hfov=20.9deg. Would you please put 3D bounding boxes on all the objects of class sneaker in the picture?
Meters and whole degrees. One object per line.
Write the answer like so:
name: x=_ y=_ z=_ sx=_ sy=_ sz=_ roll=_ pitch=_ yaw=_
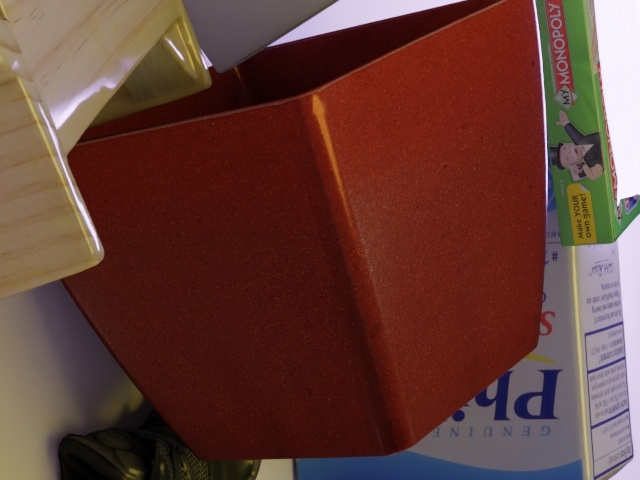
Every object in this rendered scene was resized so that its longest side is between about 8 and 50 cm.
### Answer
sneaker: x=-0.107 y=0.146 z=1.196 sx=0.227 sy=0.087 sz=0.130 roll=-61 pitch=148 yaw=-42

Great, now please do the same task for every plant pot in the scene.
plant pot: x=0.000 y=0.000 z=1.132 sx=0.267 sy=0.267 sz=0.236 roll=-31 pitch=107 yaw=-48

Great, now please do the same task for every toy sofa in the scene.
toy sofa: x=-0.175 y=-0.097 z=0.878 sx=0.362 sy=0.150 sz=0.177 roll=-76 pitch=147 yaw=-70

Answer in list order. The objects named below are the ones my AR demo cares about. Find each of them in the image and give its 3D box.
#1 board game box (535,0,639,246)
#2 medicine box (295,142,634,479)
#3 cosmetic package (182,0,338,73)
board game box: x=0.217 y=-0.174 z=1.379 sx=0.213 sy=0.046 sz=0.317 roll=-31 pitch=114 yaw=-63
medicine box: x=0.117 y=0.064 z=1.499 sx=0.149 sy=0.263 sz=0.289 roll=-4 pitch=90 yaw=-66
cosmetic package: x=-0.046 y=-0.269 z=1.197 sx=0.224 sy=0.138 sz=0.225 roll=55 pitch=29 yaw=-10
